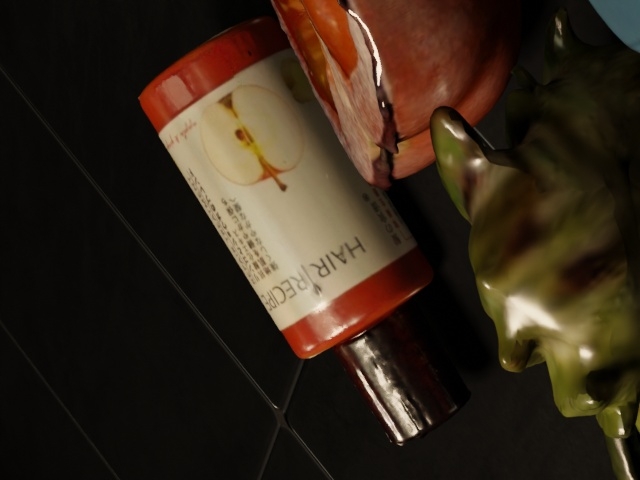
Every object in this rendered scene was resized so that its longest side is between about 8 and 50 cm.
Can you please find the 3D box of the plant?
[{"bbox_3d":[0.127,0.043,0.807,0.251,0.180,0.333,65,159,12],"label":"plant"}]

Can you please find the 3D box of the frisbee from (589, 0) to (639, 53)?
[{"bbox_3d":[0.122,-0.192,0.560,0.289,0.049,0.289,173,90,-71],"label":"frisbee"}]

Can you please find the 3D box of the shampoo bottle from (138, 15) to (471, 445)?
[{"bbox_3d":[0.000,0.000,1.043,0.278,0.104,0.104,58,154,1],"label":"shampoo bottle"}]

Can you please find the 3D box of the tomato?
[{"bbox_3d":[0.031,-0.140,0.823,0.199,0.112,0.228,62,174,5],"label":"tomato"}]
